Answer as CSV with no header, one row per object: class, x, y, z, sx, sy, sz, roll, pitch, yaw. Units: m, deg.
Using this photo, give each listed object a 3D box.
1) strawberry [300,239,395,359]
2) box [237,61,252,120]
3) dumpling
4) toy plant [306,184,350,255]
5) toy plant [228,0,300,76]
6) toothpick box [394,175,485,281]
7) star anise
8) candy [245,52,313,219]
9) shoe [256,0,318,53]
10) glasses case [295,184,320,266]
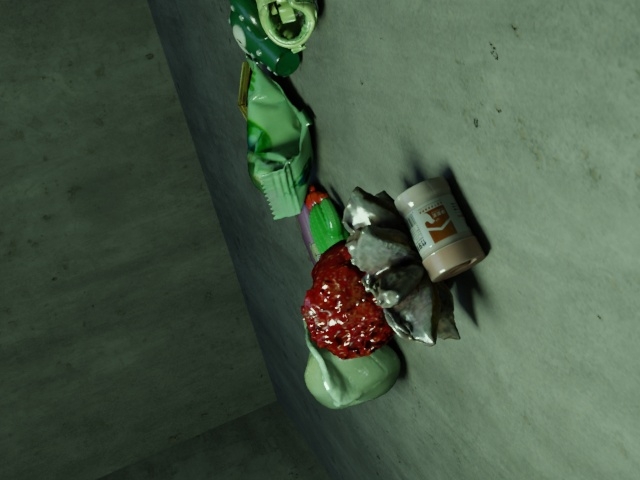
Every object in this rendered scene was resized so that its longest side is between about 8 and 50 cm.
strawberry,0.087,0.129,1.759,0.220,0.274,0.274,0,116,34
box,-0.183,-0.378,2.086,0.090,0.023,0.133,66,-155,-63
dumpling,0.053,0.307,1.967,0.320,0.270,0.212,114,175,-73
toy plant,0.020,-0.036,1.996,0.154,0.088,0.240,133,122,-78
toy plant,-0.138,-0.478,1.878,0.243,0.112,0.232,53,176,-1
toothpick box,0.196,-0.018,1.346,0.098,0.098,0.149,111,137,-69
star anise,0.137,0.049,1.427,0.332,0.117,0.332,54,-165,-23
candy,-0.120,-0.273,2.028,0.263,0.172,0.398,86,167,-62
shoe,-0.064,-0.492,1.579,0.262,0.140,0.128,76,175,-45
glasses case,0.000,0.000,2.137,0.123,0.075,0.316,155,93,-76
